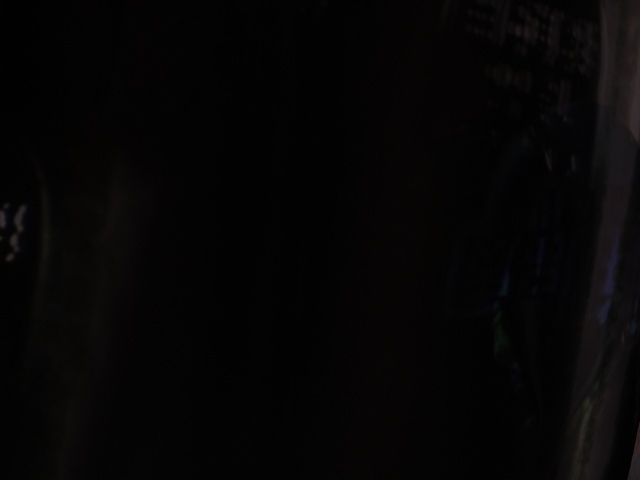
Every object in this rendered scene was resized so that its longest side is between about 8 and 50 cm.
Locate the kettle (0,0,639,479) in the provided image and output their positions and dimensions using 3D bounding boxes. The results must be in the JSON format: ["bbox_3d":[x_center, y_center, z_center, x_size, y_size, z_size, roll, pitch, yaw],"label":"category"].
[{"bbox_3d":[-0.053,0.023,0.381,0.228,0.324,0.321,1,172,34],"label":"kettle"}]
